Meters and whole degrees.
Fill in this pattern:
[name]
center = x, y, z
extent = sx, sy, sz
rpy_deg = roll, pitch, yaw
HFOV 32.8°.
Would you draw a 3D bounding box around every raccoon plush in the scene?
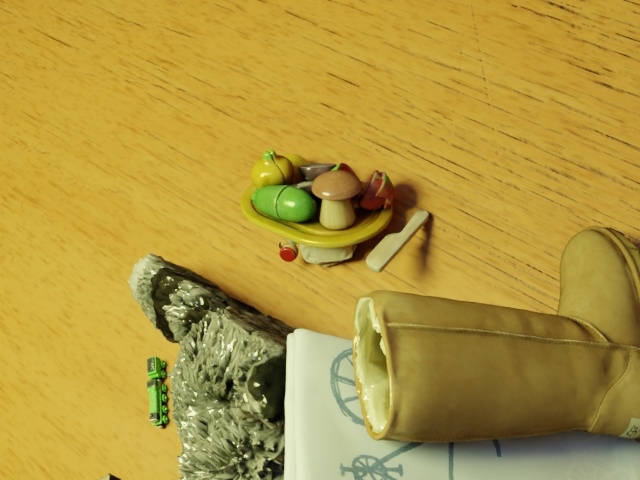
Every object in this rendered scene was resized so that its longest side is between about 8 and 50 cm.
[raccoon plush]
center = -0.090, 0.223, 1.089
extent = 0.446, 0.216, 0.299
rpy_deg = 27, 94, 60

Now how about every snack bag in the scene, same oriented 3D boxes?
[snack bag]
center = 0.137, 0.212, 0.844
extent = 0.323, 0.343, 0.037
rpy_deg = -93, 19, -50

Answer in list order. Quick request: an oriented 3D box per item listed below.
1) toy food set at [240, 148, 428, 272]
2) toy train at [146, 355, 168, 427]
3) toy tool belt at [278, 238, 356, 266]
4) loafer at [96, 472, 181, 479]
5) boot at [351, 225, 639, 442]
[toy food set]
center = 0.008, -0.056, 1.159
extent = 0.218, 0.071, 0.128
rpy_deg = 21, 42, 34
[toy train]
center = -0.184, 0.169, 1.221
extent = 0.017, 0.024, 0.083
rpy_deg = -19, 59, 21
[toy tool belt]
center = 0.000, 0.000, 1.191
extent = 0.083, 0.052, 0.051
rpy_deg = -6, 32, 23
[loafer]
center = -0.232, 0.295, 1.148
extent = 0.269, 0.102, 0.092
rpy_deg = -3, 64, 17
[boot]
center = 0.159, 0.067, 0.924
extent = 0.236, 0.270, 0.089
rpy_deg = -101, 24, -44
